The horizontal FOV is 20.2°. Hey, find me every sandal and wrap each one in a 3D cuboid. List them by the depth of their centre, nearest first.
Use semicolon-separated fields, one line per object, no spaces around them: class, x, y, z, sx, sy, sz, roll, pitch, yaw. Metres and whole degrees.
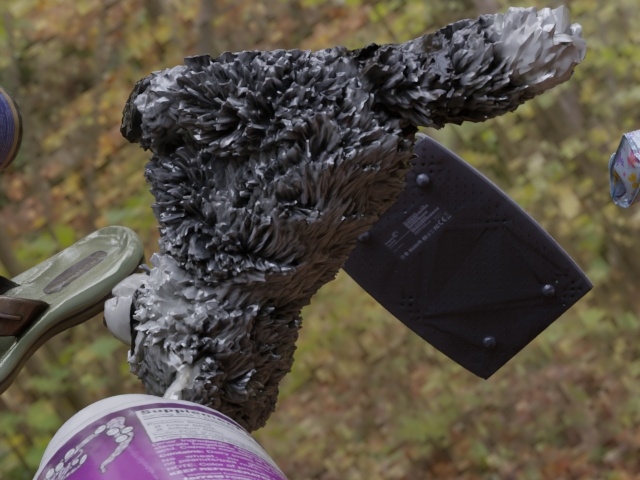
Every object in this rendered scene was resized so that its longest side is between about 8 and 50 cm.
sandal;-0.292;0.061;1.611;0.303;0.086;0.120;-39;39;-28

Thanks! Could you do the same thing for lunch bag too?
lunch bag;0.295;-0.067;1.587;0.071;0.053;0.083;-19;-28;-15

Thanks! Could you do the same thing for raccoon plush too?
raccoon plush;0.000;0.000;1.424;0.446;0.299;0.216;-14;-13;43

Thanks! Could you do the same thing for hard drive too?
hard drive;0.135;0.013;1.812;0.172;0.254;0.054;-43;25;16

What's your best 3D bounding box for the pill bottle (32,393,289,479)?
pill bottle;-0.086;0.189;1.044;0.169;0.169;0.301;-34;18;-8

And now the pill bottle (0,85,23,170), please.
pill bottle;-0.446;-0.130;2.063;0.122;0.123;0.219;-32;-9;19
